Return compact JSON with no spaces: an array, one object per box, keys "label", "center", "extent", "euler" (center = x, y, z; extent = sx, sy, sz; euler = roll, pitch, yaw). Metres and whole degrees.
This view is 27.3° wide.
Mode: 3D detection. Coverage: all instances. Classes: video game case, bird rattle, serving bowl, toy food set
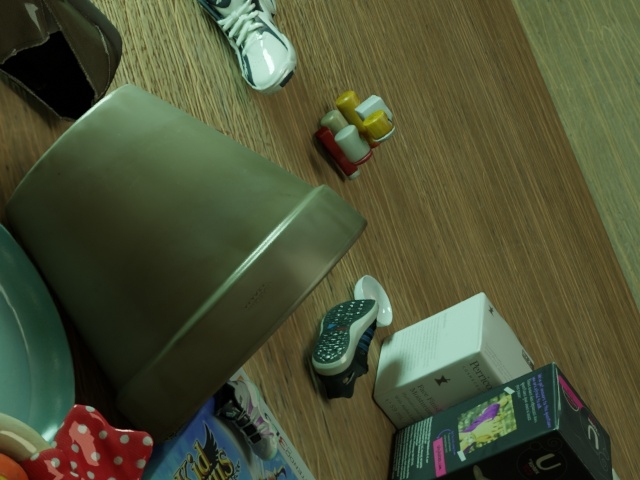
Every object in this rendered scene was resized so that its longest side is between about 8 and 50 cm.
[{"label":"video game case","center":[-0.090,0.298,1.433],"extent":[0.244,0.061,0.269],"euler":[57,25,-10]},{"label":"bird rattle","center":[-0.242,0.219,1.062],"extent":[0.207,0.143,0.253],"euler":[43,44,-25]},{"label":"serving bowl","center":[0.075,0.096,2.000],"extent":[0.083,0.027,0.083],"euler":[45,29,-34]},{"label":"toy food set","center":[0.069,-0.162,2.130],"extent":[0.104,0.111,0.232],"euler":[53,-5,-20]}]

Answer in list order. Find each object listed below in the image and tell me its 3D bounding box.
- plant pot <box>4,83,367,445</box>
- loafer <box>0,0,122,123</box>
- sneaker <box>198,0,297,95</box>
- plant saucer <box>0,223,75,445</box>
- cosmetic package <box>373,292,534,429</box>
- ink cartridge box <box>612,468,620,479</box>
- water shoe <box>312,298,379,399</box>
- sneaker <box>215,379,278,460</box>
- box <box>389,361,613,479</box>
[{"label":"plant pot","center":[-0.160,0.002,1.355],"extent":[0.280,0.323,0.323],"euler":[44,26,-3]},{"label":"loafer","center":[-0.340,-0.250,1.408],"extent":[0.366,0.134,0.130],"euler":[36,35,-45]},{"label":"sneaker","center":[-0.123,-0.331,1.968],"extent":[0.153,0.094,0.235],"euler":[35,36,-44]},{"label":"plant saucer","center":[-0.344,0.086,1.171],"extent":[0.317,0.044,0.317],"euler":[43,31,-35]},{"label":"cosmetic package","center":[0.200,0.204,1.945],"extent":[0.151,0.184,0.151],"euler":[52,26,-21]},{"label":"ink cartridge box","center":[0.426,0.511,2.096],"extent":[0.171,0.168,0.232],"euler":[58,24,-9]},{"label":"water shoe","center":[0.036,0.151,1.841],"extent":[0.203,0.073,0.080],"euler":[-52,134,-59]},{"label":"sneaker","center":[-0.088,0.195,1.430],"extent":[0.069,0.038,0.098],"euler":[17,38,-53]},{"label":"box","center":[0.249,0.314,1.826],"extent":[0.165,0.270,0.143],"euler":[52,27,-24]}]
